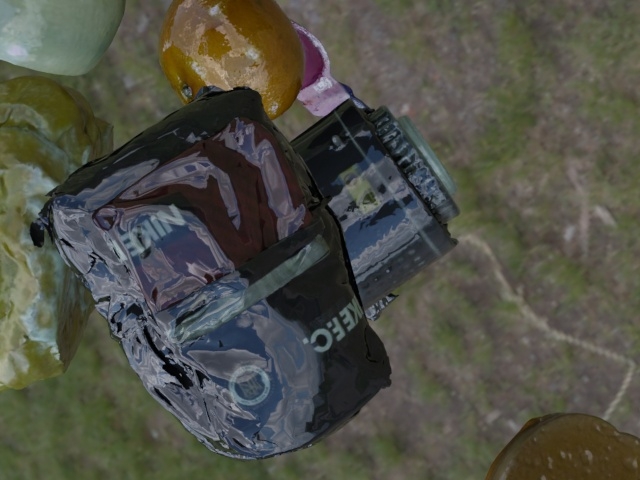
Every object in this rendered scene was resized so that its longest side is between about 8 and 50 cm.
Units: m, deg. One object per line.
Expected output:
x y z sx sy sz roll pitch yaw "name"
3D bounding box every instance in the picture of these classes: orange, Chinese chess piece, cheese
-0.090 -0.180 1.273 0.156 0.124 0.156 45 164 17 "orange"
-0.238 -0.196 0.978 0.188 0.188 0.083 38 108 29 "Chinese chess piece"
-0.034 -0.227 1.739 0.244 0.062 0.155 36 144 -24 "cheese"

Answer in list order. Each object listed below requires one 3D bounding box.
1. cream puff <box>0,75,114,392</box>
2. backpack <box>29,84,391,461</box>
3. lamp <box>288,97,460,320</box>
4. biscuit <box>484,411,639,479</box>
-0.380 -0.010 1.431 0.275 0.378 0.378 10 135 -2 "cream puff"
-0.039 0.018 0.587 0.165 0.120 0.106 53 167 -3 "backpack"
0.012 -0.025 1.421 0.272 0.374 0.205 -44 67 23 "lamp"
0.180 0.203 0.869 0.170 0.170 0.050 56 155 6 "biscuit"
